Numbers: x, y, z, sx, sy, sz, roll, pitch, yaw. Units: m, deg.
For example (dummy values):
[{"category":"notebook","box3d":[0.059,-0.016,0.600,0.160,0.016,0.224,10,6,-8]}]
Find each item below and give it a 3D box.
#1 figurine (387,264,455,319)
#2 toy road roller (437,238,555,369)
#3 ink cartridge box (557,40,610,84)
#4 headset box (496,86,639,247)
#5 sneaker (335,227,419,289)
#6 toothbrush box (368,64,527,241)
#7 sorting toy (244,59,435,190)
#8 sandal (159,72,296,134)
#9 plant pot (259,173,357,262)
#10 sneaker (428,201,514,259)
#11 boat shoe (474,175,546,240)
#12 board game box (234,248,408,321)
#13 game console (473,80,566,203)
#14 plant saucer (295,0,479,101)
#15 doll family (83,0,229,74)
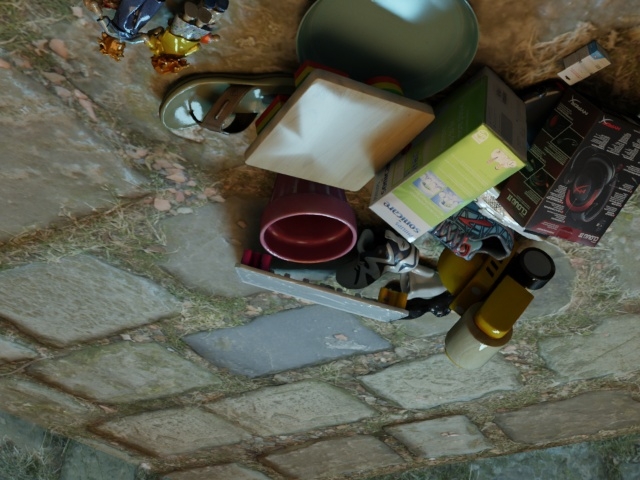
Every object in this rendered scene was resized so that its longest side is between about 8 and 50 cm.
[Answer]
[{"category":"figurine","box3d":[0.295,0.139,2.238,0.209,0.092,0.215,3,148,-20]},{"category":"toy road roller","box3d":[0.370,0.116,1.997,0.240,0.329,0.202,37,145,8]},{"category":"ink cartridge box","box3d":[0.478,-0.323,1.539,0.083,0.028,0.048,-28,139,36]},{"category":"headset box","box3d":[0.502,-0.123,1.649,0.218,0.110,0.293,12,119,-33]},{"category":"sneaker","box3d":[0.106,0.033,2.052,0.235,0.094,0.153,-14,137,37]},{"category":"toothbrush box","box3d":[0.240,-0.160,1.583,0.122,0.206,0.283,38,129,-19]},{"category":"sorting toy","box3d":[0.028,-0.217,1.547,0.255,0.089,0.257,12,144,-31]},{"category":"sandal","box3d":[-0.160,-0.251,1.589,0.303,0.086,0.120,-5,148,7]},{"category":"plant pot","box3d":[-0.025,-0.077,1.782,0.201,0.180,0.201,0,148,0]},{"category":"sneaker","box3d":[0.307,-0.024,1.822,0.262,0.125,0.104,9,144,-13]},{"category":"boat shoe","box3d":[0.371,-0.088,1.759,0.277,0.098,0.096,40,140,-25]},{"category":"board game box","box3d":[-0.001,0.112,1.999,0.390,0.050,0.390,16,172,-1]},{"category":"game console","box3d":[0.368,-0.160,1.773,0.387,0.060,0.342,-18,145,24]},{"category":"plant saucer","box3d":[0.115,-0.354,1.471,0.318,0.043,0.317,-1,149,0]},{"category":"doll family","box3d":[-0.286,-0.354,1.391,0.263,0.118,0.163,20,143,-30]}]
